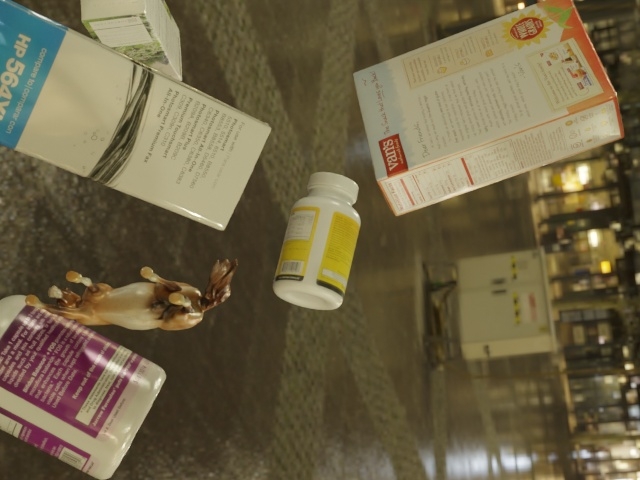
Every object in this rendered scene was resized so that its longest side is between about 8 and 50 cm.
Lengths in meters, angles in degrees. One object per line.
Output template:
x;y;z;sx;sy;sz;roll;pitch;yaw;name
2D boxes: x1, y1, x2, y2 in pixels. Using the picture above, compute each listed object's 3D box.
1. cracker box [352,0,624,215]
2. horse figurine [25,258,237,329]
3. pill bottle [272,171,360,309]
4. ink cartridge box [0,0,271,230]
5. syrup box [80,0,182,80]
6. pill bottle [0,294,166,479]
0.158;-0.134;0.935;0.067;0.232;0.155;58;18;-49;cracker box
-0.218;0.069;1.124;0.174;0.263;0.066;59;28;-73;horse figurine
0.000;0.000;1.366;0.103;0.103;0.184;51;49;-62;pill bottle
-0.159;-0.091;0.654;0.203;0.148;0.086;24;92;-34;ink cartridge box
-0.283;-0.325;1.440;0.237;0.093;0.096;70;14;-76;syrup box
-0.372;0.175;1.250;0.169;0.302;0.169;-59;-174;10;pill bottle
